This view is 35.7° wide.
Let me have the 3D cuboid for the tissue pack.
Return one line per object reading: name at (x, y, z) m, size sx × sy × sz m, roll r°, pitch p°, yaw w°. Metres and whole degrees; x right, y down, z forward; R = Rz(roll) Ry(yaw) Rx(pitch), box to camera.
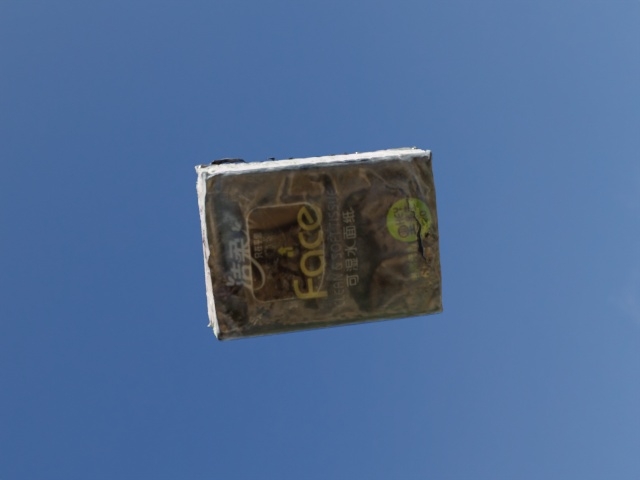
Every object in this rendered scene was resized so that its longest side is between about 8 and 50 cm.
tissue pack at (0.000, 0.000, 0.993) m, size 0.236 × 0.073 × 0.173 m, roll -5°, pitch -79°, yaw -12°
